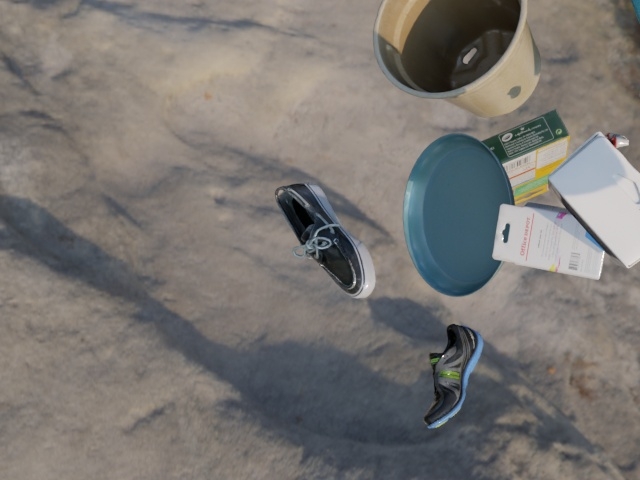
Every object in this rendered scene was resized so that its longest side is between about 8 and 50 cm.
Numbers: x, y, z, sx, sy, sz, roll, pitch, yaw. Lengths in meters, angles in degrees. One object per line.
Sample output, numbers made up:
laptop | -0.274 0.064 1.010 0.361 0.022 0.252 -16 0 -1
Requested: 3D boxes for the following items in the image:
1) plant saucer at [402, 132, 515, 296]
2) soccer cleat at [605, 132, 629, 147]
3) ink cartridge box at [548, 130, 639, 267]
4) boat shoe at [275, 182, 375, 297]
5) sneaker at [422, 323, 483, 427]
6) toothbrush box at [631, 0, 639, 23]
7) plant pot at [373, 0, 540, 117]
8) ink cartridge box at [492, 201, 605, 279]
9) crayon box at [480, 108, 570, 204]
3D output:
plant saucer | 0.272 -0.049 1.658 0.044 0.317 0.317 -1 52 -32
soccer cleat | 0.563 -0.189 1.619 0.036 0.029 0.083 1 11 7
ink cartridge box | 0.429 -0.054 1.264 0.100 0.237 0.172 -42 79 11
boat shoe | 0.002 -0.003 1.789 0.105 0.113 0.306 -4 57 -43
sneaker | 0.203 0.220 1.388 0.078 0.067 0.188 30 64 -9
toothbrush box | 0.305 -0.050 0.509 0.216 0.126 0.295 27 46 -48
plant pot | 0.332 -0.420 1.857 0.305 0.334 0.333 20 33 -57
ink cartridge box | 0.395 -0.005 1.456 0.181 0.104 0.061 11 15 19
crayon box | 0.503 -0.189 2.124 0.203 0.323 0.083 -23 69 5
